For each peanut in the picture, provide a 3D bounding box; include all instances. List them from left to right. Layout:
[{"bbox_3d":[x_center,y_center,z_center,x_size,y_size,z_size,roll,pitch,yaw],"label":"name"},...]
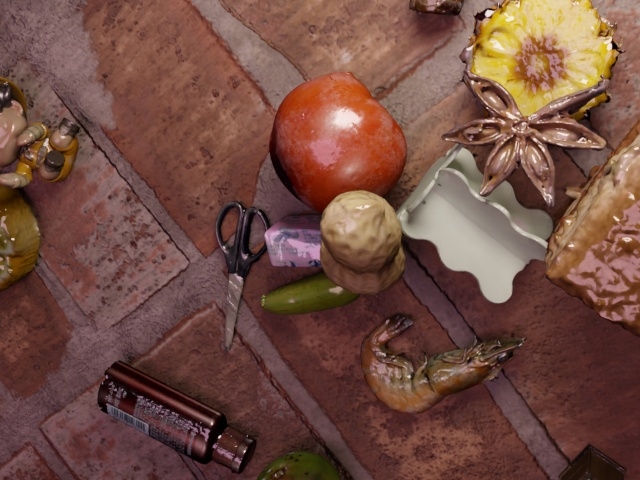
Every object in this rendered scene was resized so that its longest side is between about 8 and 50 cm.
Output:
[{"bbox_3d":[0.053,0.006,0.998,0.124,0.256,0.123,-3,73,10],"label":"peanut"}]

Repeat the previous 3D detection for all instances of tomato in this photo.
[{"bbox_3d":[0.021,-0.135,1.062,0.184,0.208,0.208,-42,88,11],"label":"tomato"}]

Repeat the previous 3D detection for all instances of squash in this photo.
[{"bbox_3d":[-0.018,0.091,1.240,0.201,0.066,0.066,-14,101,30],"label":"squash"}]

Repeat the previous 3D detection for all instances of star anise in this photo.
[{"bbox_3d":[0.262,-0.133,0.949,0.208,0.063,0.171,8,95,20],"label":"star anise"}]

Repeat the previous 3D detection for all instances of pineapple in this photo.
[{"bbox_3d":[0.296,-0.245,0.981,0.225,0.076,0.224,9,114,20],"label":"pineapple"}]

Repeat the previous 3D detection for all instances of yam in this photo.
[{"bbox_3d":[0.171,-0.380,0.993,0.079,0.079,0.141,17,112,17],"label":"yam"}]

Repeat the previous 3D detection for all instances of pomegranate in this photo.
[{"bbox_3d":[-0.023,0.496,1.325,0.182,0.181,0.224,-24,113,28],"label":"pomegranate"}]

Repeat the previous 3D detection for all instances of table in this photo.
[{"bbox_3d":[0.228,-0.024,1.051,0.198,0.166,0.166,39,118,-2],"label":"table"},{"bbox_3d":[0.424,0.387,1.137,0.070,0.082,0.083,35,117,9],"label":"table"}]

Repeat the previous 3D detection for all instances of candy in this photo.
[{"bbox_3d":[-0.689,-0.014,1.463,0.260,0.118,0.259,8,113,20],"label":"candy"},{"bbox_3d":[0.000,0.000,1.184,0.160,0.092,0.073,0,112,21],"label":"candy"}]

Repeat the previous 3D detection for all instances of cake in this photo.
[{"bbox_3d":[0.444,-0.022,0.875,0.282,0.290,0.255,34,114,12],"label":"cake"}]

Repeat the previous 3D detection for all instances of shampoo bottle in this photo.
[{"bbox_3d":[-0.283,0.353,1.432,0.323,0.084,0.129,22,118,14],"label":"shampoo bottle"}]

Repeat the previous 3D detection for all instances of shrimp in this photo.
[{"bbox_3d":[0.186,0.182,1.190,0.296,0.058,0.169,-34,90,32],"label":"shrimp"}]

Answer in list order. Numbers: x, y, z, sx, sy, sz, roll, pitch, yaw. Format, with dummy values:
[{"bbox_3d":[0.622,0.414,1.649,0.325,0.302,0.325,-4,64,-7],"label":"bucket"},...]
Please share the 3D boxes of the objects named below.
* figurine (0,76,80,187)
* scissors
[{"bbox_3d":[-0.577,-0.191,1.331,0.257,0.167,0.192,26,96,-9],"label":"figurine"},{"bbox_3d":[-0.152,0.074,1.315,0.109,0.022,0.299,19,115,21],"label":"scissors"}]
